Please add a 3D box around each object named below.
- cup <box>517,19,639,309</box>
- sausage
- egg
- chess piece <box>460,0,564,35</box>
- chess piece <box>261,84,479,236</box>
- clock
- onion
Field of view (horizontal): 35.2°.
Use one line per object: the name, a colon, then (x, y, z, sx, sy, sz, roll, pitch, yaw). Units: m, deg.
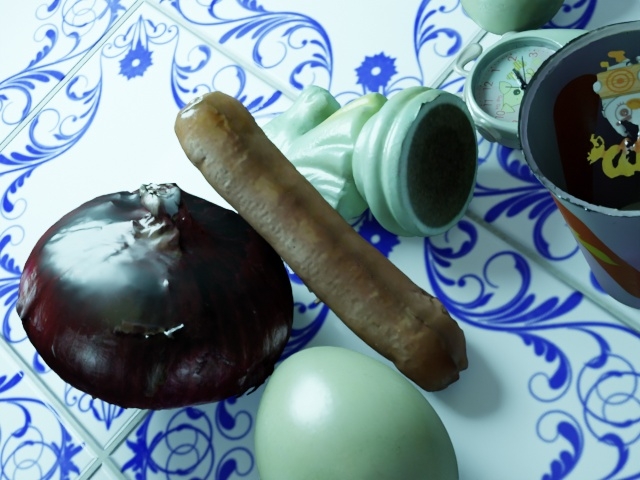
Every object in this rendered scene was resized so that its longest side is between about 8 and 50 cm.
cup: (0.310, -0.045, 0.965, 0.203, 0.288, 0.203, -9, 62, 18)
sausage: (0.000, 0.000, 1.104, 0.419, 0.094, 0.094, 44, 43, 5)
egg: (0.030, 0.213, 1.006, 0.188, 0.188, 0.254, -36, 47, 1)
chess piece: (0.180, -0.391, 1.275, 0.182, 0.182, 0.330, -36, 62, 1)
chess piece: (0.026, -0.103, 1.207, 0.298, 0.176, 0.176, 9, 68, 39)
clock: (0.243, -0.176, 1.193, 0.191, 0.062, 0.151, 8, 69, 26)
onion: (-0.172, 0.050, 1.120, 0.314, 0.232, 0.314, 12, 35, -9)
